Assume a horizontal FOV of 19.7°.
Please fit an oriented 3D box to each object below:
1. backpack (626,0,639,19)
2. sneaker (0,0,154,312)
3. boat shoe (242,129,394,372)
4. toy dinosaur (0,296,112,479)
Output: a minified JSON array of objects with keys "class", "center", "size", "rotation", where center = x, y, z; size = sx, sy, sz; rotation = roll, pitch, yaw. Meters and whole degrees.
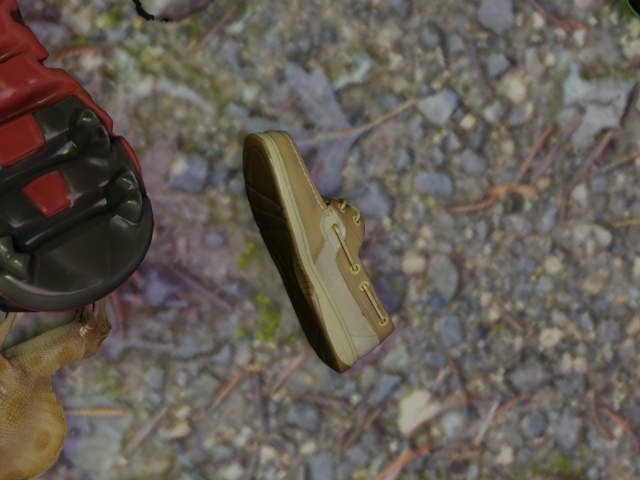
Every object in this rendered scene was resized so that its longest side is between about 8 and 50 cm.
[{"class":"backpack","center":[0.238,-0.209,0.939],"size":[0.188,0.144,0.166],"rotation":[-26,101,-18]},{"class":"sneaker","center":[-0.173,-0.082,0.828],"size":[0.097,0.135,0.276],"rotation":[-26,83,-22]},{"class":"boat shoe","center":[0.000,0.000,0.933],"size":[0.045,0.050,0.135],"rotation":[-28,117,-18]},{"class":"toy dinosaur","center":[-0.169,0.090,0.879],"size":[0.092,0.053,0.183],"rotation":[37,84,-23]}]
